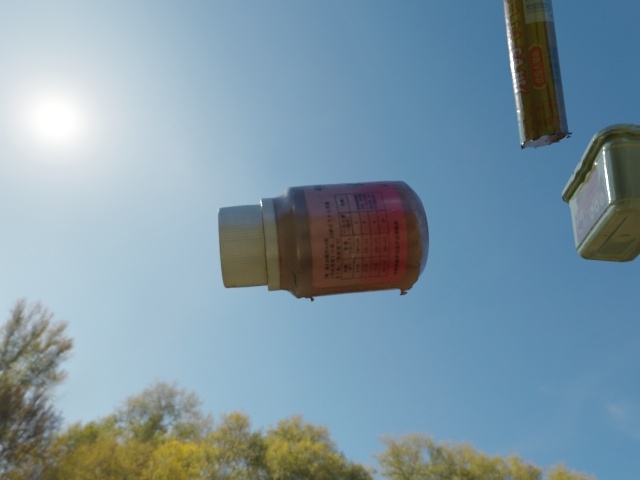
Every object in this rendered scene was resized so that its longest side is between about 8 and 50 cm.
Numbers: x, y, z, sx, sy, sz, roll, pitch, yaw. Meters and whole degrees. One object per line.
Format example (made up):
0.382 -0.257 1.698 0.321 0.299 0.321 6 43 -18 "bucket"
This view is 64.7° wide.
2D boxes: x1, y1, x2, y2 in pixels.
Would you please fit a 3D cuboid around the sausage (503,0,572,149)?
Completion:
0.327 -0.335 0.786 0.082 0.082 0.372 -8 -90 32 "sausage"

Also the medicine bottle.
0.000 0.000 0.632 0.247 0.147 0.147 -3 -42 -8 "medicine bottle"

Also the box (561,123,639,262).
0.642 -0.084 1.073 0.175 0.182 0.312 4 -24 12 "box"
